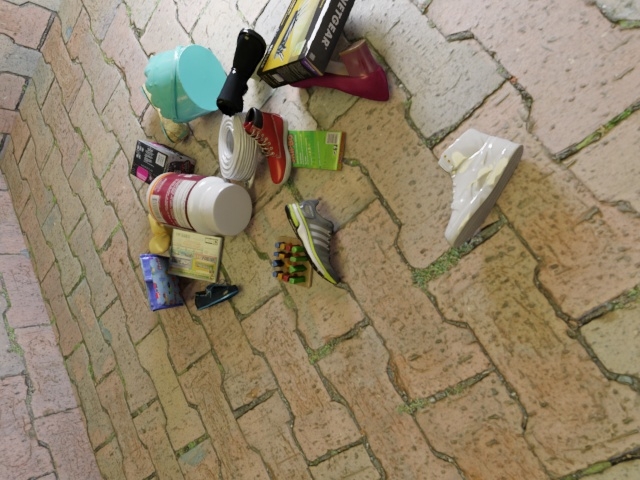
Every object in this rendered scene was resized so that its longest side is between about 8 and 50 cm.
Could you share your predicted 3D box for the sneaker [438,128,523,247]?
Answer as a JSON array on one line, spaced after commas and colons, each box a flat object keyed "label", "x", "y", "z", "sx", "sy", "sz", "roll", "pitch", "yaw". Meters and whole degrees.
[{"label": "sneaker", "x": 0.365, "y": -0.140, "z": 1.080, "sx": 0.169, "sy": 0.108, "sz": 0.292, "roll": 35, "pitch": 102, "yaw": 32}]

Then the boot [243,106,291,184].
[{"label": "boot", "x": -0.185, "y": -0.308, "z": 1.387, "sx": 0.088, "sy": 0.176, "sz": 0.244, "roll": -5, "pitch": 89, "yaw": 37}]

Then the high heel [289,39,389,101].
[{"label": "high heel", "x": 0.042, "y": -0.484, "z": 1.314, "sx": 0.377, "sy": 0.127, "sz": 0.181, "roll": 12, "pitch": 142, "yaw": 53}]

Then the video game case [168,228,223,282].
[{"label": "video game case", "x": -0.512, "y": 0.061, "z": 1.715, "sx": 0.213, "sy": 0.023, "sz": 0.193, "roll": 11, "pitch": 99, "yaw": 6}]

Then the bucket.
[{"label": "bucket", "x": -0.506, "y": -0.602, "z": 1.603, "sx": 0.183, "sy": 0.281, "sz": 0.281, "roll": -3, "pitch": 90, "yaw": 33}]

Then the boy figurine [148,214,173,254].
[{"label": "boy figurine", "x": -0.660, "y": -0.063, "z": 1.779, "sx": 0.092, "sy": 0.177, "sz": 0.285, "roll": -18, "pitch": 61, "yaw": 21}]

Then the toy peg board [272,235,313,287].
[{"label": "toy peg board", "x": -0.110, "y": 0.073, "z": 1.445, "sx": 0.161, "sy": 0.079, "sz": 0.161, "roll": 10, "pitch": 97, "yaw": 35}]

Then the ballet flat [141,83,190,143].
[{"label": "ballet flat", "x": -0.662, "y": -0.572, "z": 1.817, "sx": 0.123, "sy": 0.123, "sz": 0.348, "roll": -43, "pitch": 67, "yaw": 29}]

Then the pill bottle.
[{"label": "pill bottle", "x": -0.466, "y": -0.140, "z": 1.607, "sx": 0.392, "sy": 0.224, "sz": 0.224, "roll": 12, "pitch": 99, "yaw": 35}]

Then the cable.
[{"label": "cable", "x": -0.303, "y": -0.346, "z": 1.524, "sx": 0.257, "sy": 0.089, "sz": 0.257, "roll": 55, "pitch": 136, "yaw": 42}]

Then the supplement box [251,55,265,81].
[{"label": "supplement box", "x": -0.237, "y": -0.632, "z": 1.508, "sx": 0.083, "sy": 0.083, "sz": 0.056, "roll": -47, "pitch": 66, "yaw": 28}]

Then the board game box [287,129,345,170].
[{"label": "board game box", "x": -0.037, "y": -0.304, "z": 1.404, "sx": 0.260, "sy": 0.039, "sz": 0.124, "roll": 12, "pitch": 98, "yaw": 34}]

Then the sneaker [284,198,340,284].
[{"label": "sneaker", "x": 0.000, "y": 0.000, "z": 1.341, "sx": 0.121, "sy": 0.111, "sz": 0.299, "roll": -26, "pitch": 94, "yaw": -8}]

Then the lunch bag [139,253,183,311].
[{"label": "lunch bag", "x": -0.671, "y": 0.175, "z": 1.731, "sx": 0.293, "sy": 0.138, "sz": 0.220, "roll": 139, "pitch": 119, "yaw": -76}]

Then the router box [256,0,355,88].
[{"label": "router box", "x": -0.042, "y": -0.628, "z": 1.271, "sx": 0.243, "sy": 0.081, "sz": 0.308, "roll": 8, "pitch": 72, "yaw": 47}]

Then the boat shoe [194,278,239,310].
[{"label": "boat shoe", "x": -0.432, "y": 0.212, "z": 1.667, "sx": 0.258, "sy": 0.109, "sz": 0.089, "roll": -23, "pitch": 83, "yaw": 32}]

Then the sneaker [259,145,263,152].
[{"label": "sneaker", "x": -0.202, "y": -0.383, "z": 1.515, "sx": 0.061, "sy": 0.065, "sz": 0.157, "roll": 120, "pitch": 137, "yaw": -58}]

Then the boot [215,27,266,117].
[{"label": "boot", "x": -0.258, "y": -0.523, "z": 1.339, "sx": 0.246, "sy": 0.094, "sz": 0.207, "roll": 160, "pitch": 129, "yaw": -71}]

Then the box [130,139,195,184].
[{"label": "box", "x": -0.680, "y": -0.320, "z": 1.809, "sx": 0.247, "sy": 0.142, "sz": 0.163, "roll": 27, "pitch": 106, "yaw": 31}]
